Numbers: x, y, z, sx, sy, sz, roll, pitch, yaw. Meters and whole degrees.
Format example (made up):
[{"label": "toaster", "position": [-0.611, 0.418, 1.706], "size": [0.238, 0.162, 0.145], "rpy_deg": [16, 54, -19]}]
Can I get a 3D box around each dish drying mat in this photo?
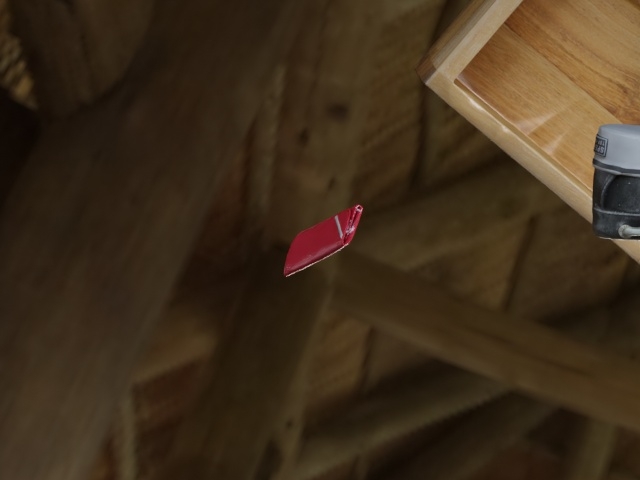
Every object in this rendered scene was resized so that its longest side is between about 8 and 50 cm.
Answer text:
[{"label": "dish drying mat", "position": [0.000, 0.000, 1.229], "size": [0.008, 0.032, 0.083], "rpy_deg": [27, -25, -21]}]

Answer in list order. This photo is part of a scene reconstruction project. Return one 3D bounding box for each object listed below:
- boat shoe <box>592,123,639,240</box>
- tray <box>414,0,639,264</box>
[{"label": "boat shoe", "position": [0.257, -0.022, 1.040], "size": [0.219, 0.070, 0.078], "rpy_deg": [5, 12, 14]}, {"label": "tray", "position": [0.284, -0.058, 1.271], "size": [0.411, 0.203, 0.076], "rpy_deg": [39, 9, -12]}]
